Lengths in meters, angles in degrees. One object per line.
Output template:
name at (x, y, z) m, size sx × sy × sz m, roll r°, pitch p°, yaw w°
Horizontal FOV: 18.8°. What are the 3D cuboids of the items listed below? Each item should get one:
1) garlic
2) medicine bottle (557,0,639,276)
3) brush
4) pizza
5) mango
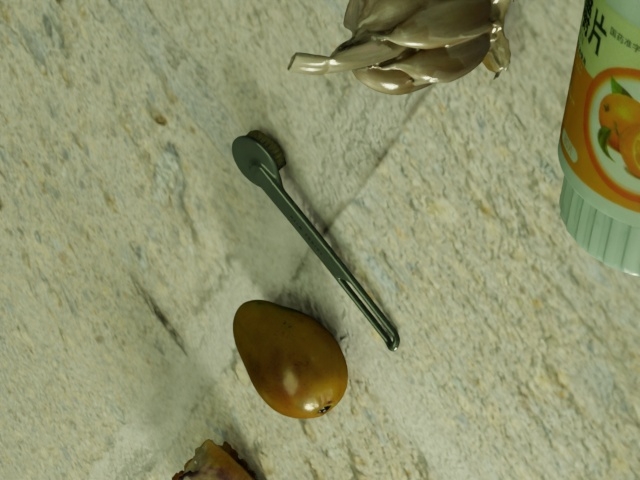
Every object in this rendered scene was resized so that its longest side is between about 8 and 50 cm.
garlic at (0.053, -0.168, 1.576) m, size 0.127 × 0.194 × 0.131 m, roll 46°, pitch 152°, yaw 37°
medicine bottle at (0.256, -0.130, 1.346) m, size 0.158 × 0.158 × 0.318 m, roll 37°, pitch 142°, yaw 31°
brush at (0.000, 0.000, 1.937) m, size 0.266 × 0.027 × 0.062 m, roll 53°, pitch 148°, yaw 3°
pizza at (-0.109, 0.363, 2.320) m, size 0.161 × 0.085 × 0.305 m, roll 5°, pitch 124°, yaw 27°
mango at (-0.034, 0.124, 2.023) m, size 0.163 × 0.089 × 0.111 m, roll 22°, pitch 122°, yaw 57°
